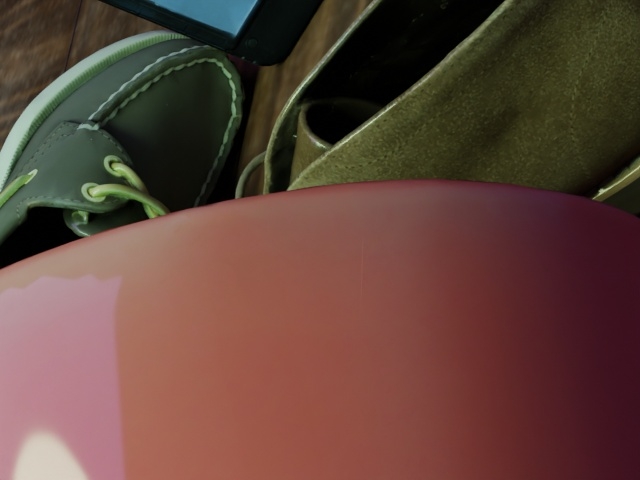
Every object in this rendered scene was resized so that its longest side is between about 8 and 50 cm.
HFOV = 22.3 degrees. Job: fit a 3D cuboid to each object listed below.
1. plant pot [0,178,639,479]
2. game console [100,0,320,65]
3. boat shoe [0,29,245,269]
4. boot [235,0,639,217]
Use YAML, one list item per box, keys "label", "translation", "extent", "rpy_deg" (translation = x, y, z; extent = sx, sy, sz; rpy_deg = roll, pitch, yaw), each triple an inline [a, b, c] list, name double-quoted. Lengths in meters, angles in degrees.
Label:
- label: "plant pot"
  translation: [0.004, 0.154, 0.432]
  extent: [0.275, 0.275, 0.243]
  rpy_deg: [-38, 53, 41]
- label: "game console"
  translation: [-0.040, -0.134, 0.735]
  extent: [0.124, 0.144, 0.085]
  rpy_deg: [-56, 33, 22]
- label: "boat shoe"
  translation: [-0.118, 0.014, 0.759]
  extent: [0.091, 0.109, 0.305]
  rpy_deg: [0, 45, 47]
- label: "boot"
  translation: [0.000, 0.000, 0.579]
  extent: [0.305, 0.115, 0.112]
  rpy_deg: [-44, 48, 20]
